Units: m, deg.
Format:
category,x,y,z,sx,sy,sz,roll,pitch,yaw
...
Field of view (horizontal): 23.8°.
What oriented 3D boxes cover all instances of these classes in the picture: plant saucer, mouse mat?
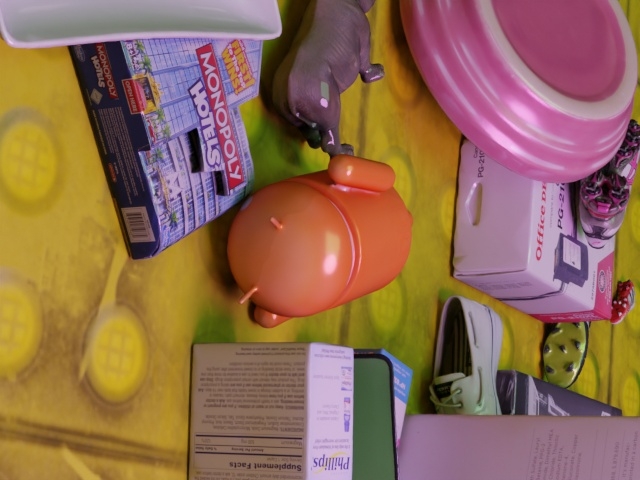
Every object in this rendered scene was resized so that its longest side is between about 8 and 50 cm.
category,x,y,z,sx,sy,sz,roll,pitch,yaw
plant saucer,0.239,-0.229,1.694,0.332,0.084,0.332,18,57,-31
mouse mat,0.000,0.196,1.353,0.007,0.152,0.190,-5,92,-64

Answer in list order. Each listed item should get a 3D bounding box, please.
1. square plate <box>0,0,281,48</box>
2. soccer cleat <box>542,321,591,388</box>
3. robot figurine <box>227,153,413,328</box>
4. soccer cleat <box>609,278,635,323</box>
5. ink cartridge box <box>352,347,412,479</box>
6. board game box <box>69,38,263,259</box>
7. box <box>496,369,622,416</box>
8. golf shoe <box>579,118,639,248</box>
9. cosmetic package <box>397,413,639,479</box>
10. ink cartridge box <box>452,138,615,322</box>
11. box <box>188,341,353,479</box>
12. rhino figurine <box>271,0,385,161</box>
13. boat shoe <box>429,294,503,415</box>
category,x,y,z,sx,sy,sz,roll,pitch,yaw
square plate,-0.178,-0.320,1.195,0.344,0.049,0.347,-13,90,-56
soccer cleat,0.321,0.109,1.922,0.072,0.060,0.179,39,53,-49
robot figurine,0.000,-0.002,1.390,0.219,0.158,0.128,-18,89,-57
soccer cleat,0.420,0.090,2.097,0.035,0.029,0.083,58,39,-30
ink cartridge box,0.013,0.195,1.413,0.061,0.104,0.181,39,55,-47
board game box,-0.109,-0.108,1.300,0.194,0.060,0.194,-35,116,-51
box,0.261,0.296,1.799,0.307,0.076,0.242,24,67,-53
golf shoe,0.335,-0.073,1.787,0.086,0.067,0.186,92,17,-46
cosmetic package,0.194,0.267,1.430,0.217,0.385,0.156,43,54,-49
ink cartridge box,0.259,-0.012,1.802,0.237,0.100,0.172,26,65,-52
box,-0.042,0.158,1.317,0.072,0.126,0.137,12,78,-57
rhino figurine,0.016,-0.196,1.484,0.106,0.073,0.243,53,45,-44
boat shoe,0.150,0.168,1.658,0.076,0.083,0.226,30,50,-39
